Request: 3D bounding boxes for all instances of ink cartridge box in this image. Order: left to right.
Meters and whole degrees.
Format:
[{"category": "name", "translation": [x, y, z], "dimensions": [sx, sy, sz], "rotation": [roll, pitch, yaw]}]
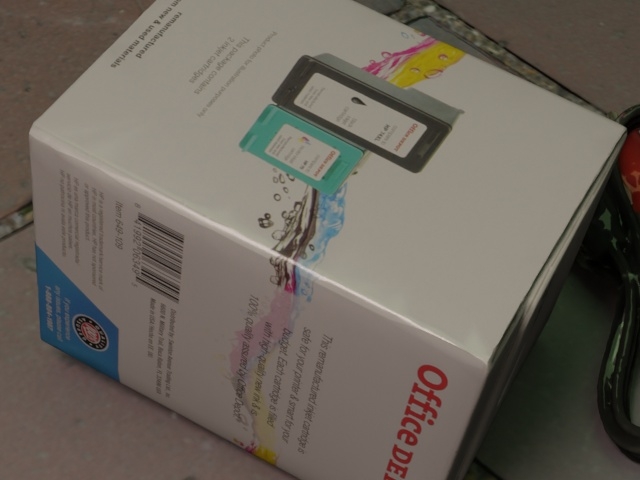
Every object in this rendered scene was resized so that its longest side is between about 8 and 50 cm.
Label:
[{"category": "ink cartridge box", "translation": [0.000, 0.000, 0.831], "dimensions": [0.270, 0.198, 0.197], "rotation": [27, 53, 12]}]

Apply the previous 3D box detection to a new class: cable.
[{"category": "cable", "translation": [0.212, 0.017, 0.950], "dimensions": [0.139, 0.072, 0.287], "rotation": [-22, 55, 7]}]
